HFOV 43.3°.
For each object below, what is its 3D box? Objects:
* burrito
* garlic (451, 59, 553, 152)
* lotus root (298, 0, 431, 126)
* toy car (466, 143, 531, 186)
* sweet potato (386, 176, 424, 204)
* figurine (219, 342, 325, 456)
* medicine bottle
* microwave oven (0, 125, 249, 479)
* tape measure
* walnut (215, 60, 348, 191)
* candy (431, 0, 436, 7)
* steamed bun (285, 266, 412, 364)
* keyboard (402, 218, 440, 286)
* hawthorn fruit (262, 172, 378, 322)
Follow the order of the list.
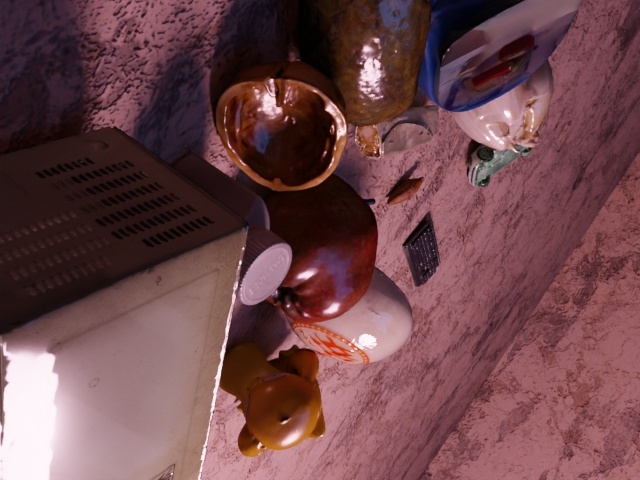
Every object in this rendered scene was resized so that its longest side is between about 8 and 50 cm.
[{"bbox_3d":[0.139,-0.189,1.371,0.226,0.060,0.086,-22,133,-47],"label":"burrito"},{"bbox_3d":[0.329,-0.253,1.483,0.281,0.185,0.203,43,37,-80],"label":"garlic"},{"bbox_3d":[0.053,-0.257,1.033,0.152,0.160,0.274,-34,149,-18],"label":"lotus root"},{"bbox_3d":[0.394,-0.207,1.765,0.224,0.076,0.090,-35,149,-22],"label":"toy car"},{"bbox_3d":[0.161,-0.095,1.550,0.095,0.034,0.034,-34,148,-18],"label":"sweet potato"},{"bbox_3d":[-0.070,0.273,1.389,0.215,0.215,0.228,-54,153,-4],"label":"figurine"},{"bbox_3d":[-0.132,-0.008,0.981,0.132,0.189,0.088,-42,150,-25],"label":"medicine bottle"},{"bbox_3d":[-0.286,0.125,0.809,0.333,0.247,0.394,-28,143,-45],"label":"microwave oven"},{"bbox_3d":[0.249,-0.328,1.233,0.259,0.138,0.262,-27,159,-9],"label":"tape measure"},{"bbox_3d":[-0.046,-0.160,1.032,0.211,0.167,0.087,103,-2,-54],"label":"walnut"},{"bbox_3d":[0.129,-0.359,1.058,0.088,0.038,0.136,-43,135,-28],"label":"candy"},{"bbox_3d":[0.034,0.126,1.355,0.145,0.232,0.231,-56,155,-22],"label":"steamed bun"},{"bbox_3d":[0.234,0.032,1.826,0.093,0.025,0.230,-47,153,-11],"label":"keyboard"},{"bbox_3d":[0.000,0.000,1.201,0.248,0.208,0.208,-47,154,-38],"label":"hawthorn fruit"}]
